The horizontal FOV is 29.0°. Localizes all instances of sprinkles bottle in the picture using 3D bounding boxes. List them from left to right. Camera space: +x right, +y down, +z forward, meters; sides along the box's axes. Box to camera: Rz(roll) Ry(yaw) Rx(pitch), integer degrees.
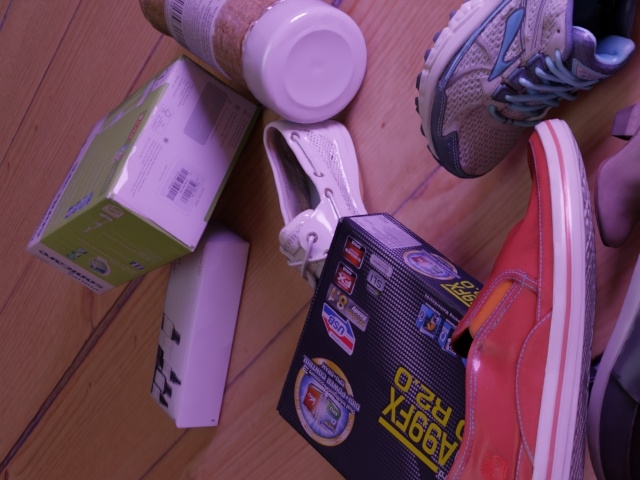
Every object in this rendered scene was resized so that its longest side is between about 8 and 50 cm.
[{"bbox_3d":[-0.085,-0.238,1.357,0.355,0.121,0.121,40,122,52],"label":"sprinkles bottle"}]

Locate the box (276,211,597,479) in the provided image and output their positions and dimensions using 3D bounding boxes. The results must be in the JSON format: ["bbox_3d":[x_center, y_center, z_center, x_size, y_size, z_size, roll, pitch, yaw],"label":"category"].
[{"bbox_3d":[0.089,0.133,1.065,0.270,0.060,0.216,40,122,38],"label":"box"}]

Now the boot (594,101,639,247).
[{"bbox_3d":[0.244,-0.049,0.889,0.087,0.042,0.118,11,99,56],"label":"boot"}]

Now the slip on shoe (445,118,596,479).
[{"bbox_3d":[0.145,0.059,0.894,0.101,0.123,0.331,3,68,19],"label":"slip on shoe"}]

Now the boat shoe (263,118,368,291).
[{"bbox_3d":[0.000,0.000,1.230,0.098,0.096,0.277,-47,52,43],"label":"boat shoe"}]

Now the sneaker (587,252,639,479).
[{"bbox_3d":[0.255,0.095,0.824,0.118,0.083,0.222,29,116,50],"label":"sneaker"}]

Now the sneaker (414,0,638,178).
[{"bbox_3d":[0.170,-0.150,0.953,0.122,0.110,0.283,56,135,38],"label":"sneaker"}]

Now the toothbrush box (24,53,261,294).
[{"bbox_3d":[-0.219,-0.071,1.493,0.283,0.122,0.206,-21,40,55],"label":"toothbrush box"}]

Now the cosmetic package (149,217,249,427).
[{"bbox_3d":[-0.151,0.099,1.509,0.099,0.060,0.239,32,116,54],"label":"cosmetic package"}]
